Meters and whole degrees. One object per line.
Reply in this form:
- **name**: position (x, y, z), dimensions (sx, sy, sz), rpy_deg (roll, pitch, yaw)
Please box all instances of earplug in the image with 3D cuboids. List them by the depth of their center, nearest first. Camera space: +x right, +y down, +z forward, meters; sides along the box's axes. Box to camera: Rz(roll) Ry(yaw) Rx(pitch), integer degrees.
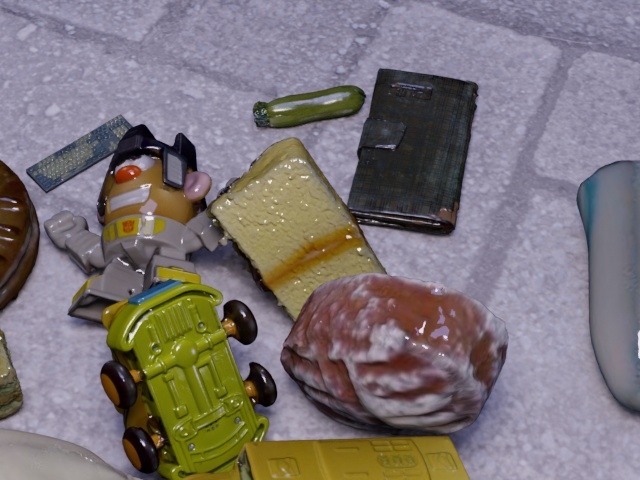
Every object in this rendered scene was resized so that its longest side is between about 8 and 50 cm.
- **earplug**: position (0.425, 0.074, 1.467), dimensions (0.185, 0.185, 0.324), rpy_deg (9, 59, 5)

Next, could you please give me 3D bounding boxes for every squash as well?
- **squash**: position (-0.017, -0.209, 1.734), dimensions (0.183, 0.052, 0.052), rpy_deg (-13, 54, -10)

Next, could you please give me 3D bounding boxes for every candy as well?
- **candy**: position (0.082, 0.144, 1.332), dimensions (0.289, 0.214, 0.157), rpy_deg (-12, 36, 45)

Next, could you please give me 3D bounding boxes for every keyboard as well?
- **keyboard**: position (-0.360, -0.134, 1.686), dimensions (0.176, 0.014, 0.055), rpy_deg (-35, 64, -25)

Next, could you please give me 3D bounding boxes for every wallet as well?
- **wallet**: position (0.143, -0.144, 1.692), dimensions (0.169, 0.044, 0.317), rpy_deg (10, 51, 7)

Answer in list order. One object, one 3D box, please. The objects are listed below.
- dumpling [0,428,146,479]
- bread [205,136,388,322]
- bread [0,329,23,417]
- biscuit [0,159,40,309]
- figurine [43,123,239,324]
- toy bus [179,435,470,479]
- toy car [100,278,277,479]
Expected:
- **dumpling**: position (-0.338, 0.365, 1.191), dimensions (0.395, 0.233, 0.316), rpy_deg (9, 66, -27)
- **bread**: position (0.000, 0.000, 1.461), dimensions (0.141, 0.266, 0.178), rpy_deg (-17, 26, 41)
- **bread**: position (-0.480, 0.178, 1.381), dimensions (0.196, 0.102, 0.138), rpy_deg (-24, 54, -16)
- **biscuit**: position (-0.551, -0.004, 1.520), dimensions (0.332, 0.103, 0.332), rpy_deg (1, 53, -1)
- **figurine**: position (-0.239, -0.020, 1.517), dimensions (0.308, 0.143, 0.308), rpy_deg (0, 52, 0)
- **toy bus**: position (0.004, 0.296, 1.259), dimensions (0.335, 0.123, 0.121), rpy_deg (2, 36, -19)
- **toy car**: position (-0.175, 0.169, 1.343), dimensions (0.200, 0.248, 0.142), rpy_deg (-22, 13, -31)
